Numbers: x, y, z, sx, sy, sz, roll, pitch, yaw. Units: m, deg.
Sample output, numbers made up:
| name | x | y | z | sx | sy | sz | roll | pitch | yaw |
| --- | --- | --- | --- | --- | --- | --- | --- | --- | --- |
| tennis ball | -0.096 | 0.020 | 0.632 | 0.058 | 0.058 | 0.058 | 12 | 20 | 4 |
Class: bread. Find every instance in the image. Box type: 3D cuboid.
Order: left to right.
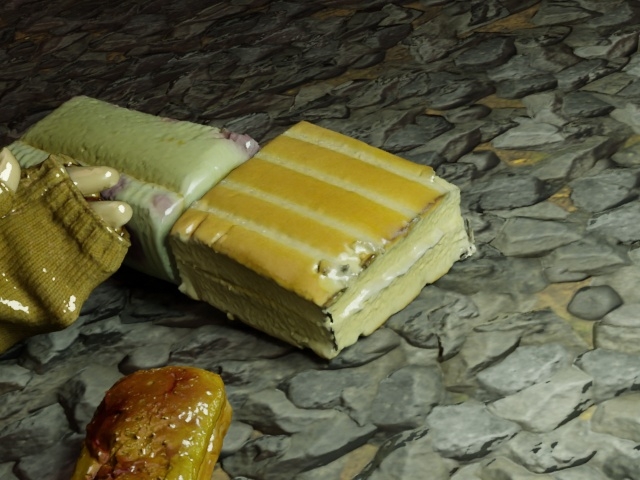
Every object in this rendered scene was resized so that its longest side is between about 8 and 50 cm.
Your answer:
| name | x | y | z | sx | sy | sz | roll | pitch | yaw |
| --- | --- | --- | --- | --- | --- | --- | --- | --- | --- |
| bread | -0.168 | 0.215 | 1.269 | 0.139 | 0.077 | 0.271 | -8 | 32 | 19 |
| bread | -0.221 | -0.060 | 1.697 | 0.338 | 0.155 | 0.187 | 18 | 50 | 41 |
| bread | 0.000 | 0.000 | 1.520 | 0.246 | 0.111 | 0.239 | 21 | 47 | 35 |

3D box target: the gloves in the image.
| name | x | y | z | sx | sy | sz | roll | pitch | yaw |
| --- | --- | --- | --- | --- | --- | --- | --- | --- | --- |
| gloves | -0.359 | 0.032 | 1.527 | 0.356 | 0.203 | 0.155 | -36 | 29 | -4 |
